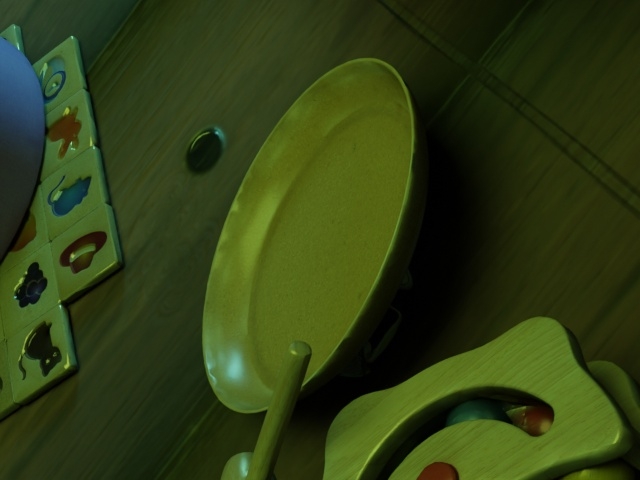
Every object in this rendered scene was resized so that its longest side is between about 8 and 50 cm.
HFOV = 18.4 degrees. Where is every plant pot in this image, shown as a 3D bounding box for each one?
[{"bbox_3d":[0.000,0.000,1.233,0.236,0.032,0.236,-43,35,41],"label":"plant pot"}]

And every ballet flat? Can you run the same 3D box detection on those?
[{"bbox_3d":[0.036,0.033,1.229,0.041,0.041,0.114,8,75,43],"label":"ballet flat"}]

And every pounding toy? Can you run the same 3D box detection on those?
[{"bbox_3d":[0.049,0.141,1.072,0.269,0.155,0.154,-28,48,28],"label":"pounding toy"}]

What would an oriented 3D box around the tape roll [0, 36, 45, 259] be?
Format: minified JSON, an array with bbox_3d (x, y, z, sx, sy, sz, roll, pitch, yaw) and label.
[{"bbox_3d":[-0.344,-0.056,1.550,0.275,0.090,0.274,-21,56,33],"label":"tape roll"}]

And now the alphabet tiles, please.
[{"bbox_3d":[-0.274,0.001,1.531,0.285,0.011,0.342,-34,50,23],"label":"alphabet tiles"}]
